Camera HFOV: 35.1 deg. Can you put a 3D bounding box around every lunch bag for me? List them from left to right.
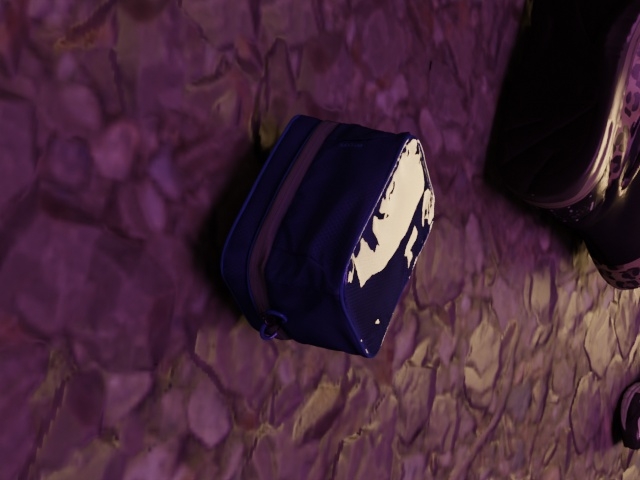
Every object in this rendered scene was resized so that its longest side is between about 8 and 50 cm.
[{"bbox_3d":[0.000,0.000,0.424,0.098,0.065,0.067,-63,151,-29],"label":"lunch bag"}]

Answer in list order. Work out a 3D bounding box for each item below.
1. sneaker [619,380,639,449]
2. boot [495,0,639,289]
[{"bbox_3d":[0.265,0.125,0.783,0.109,0.043,0.040,-37,122,-42],"label":"sneaker"},{"bbox_3d":[0.202,-0.097,0.657,0.178,0.085,0.236,39,69,-48],"label":"boot"}]
